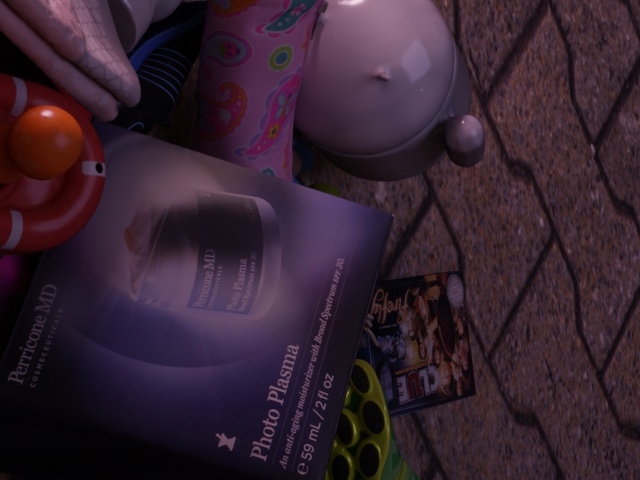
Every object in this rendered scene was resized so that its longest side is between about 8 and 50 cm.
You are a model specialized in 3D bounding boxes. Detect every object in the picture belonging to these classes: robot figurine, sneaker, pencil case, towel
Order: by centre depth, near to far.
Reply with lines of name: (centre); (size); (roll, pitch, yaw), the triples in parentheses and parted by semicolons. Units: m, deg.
towel: (-0.277, -0.295, 1.496); (0.317, 0.053, 0.332); (48, 17, -57)
sneaker: (-0.176, -0.165, 1.791); (0.232, 0.081, 0.090); (-46, 131, -46)
pencil case: (-0.069, -0.159, 1.808); (0.124, 0.124, 0.284); (-36, 143, -53)
robot figurine: (0.060, -0.179, 1.970); (0.200, 0.300, 0.353); (-59, 166, -1)
sneaker: (0.054, 0.278, 2.046); (0.123, 0.109, 0.295); (-42, 121, -73)

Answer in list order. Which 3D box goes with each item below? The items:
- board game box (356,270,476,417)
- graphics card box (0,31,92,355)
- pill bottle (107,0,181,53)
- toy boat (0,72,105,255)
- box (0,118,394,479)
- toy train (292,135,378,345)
board game box: (0.109, 0.127, 2.186); (0.243, 0.042, 0.165); (-7, 90, -56)
graphics card box: (-0.337, -0.048, 1.507); (0.233, 0.094, 0.371); (48, 48, -41)
pill bottle: (-0.181, -0.289, 1.747); (0.131, 0.131, 0.229); (58, 41, -32)
toy boat: (-0.252, -0.071, 1.417); (0.231, 0.151, 0.151); (12, 75, -55)
box: (-0.120, 0.089, 1.595); (0.183, 0.294, 0.296); (112, -5, -59)
toy train: (0.000, 0.000, 2.009); (0.248, 0.105, 0.143); (48, 34, -41)
